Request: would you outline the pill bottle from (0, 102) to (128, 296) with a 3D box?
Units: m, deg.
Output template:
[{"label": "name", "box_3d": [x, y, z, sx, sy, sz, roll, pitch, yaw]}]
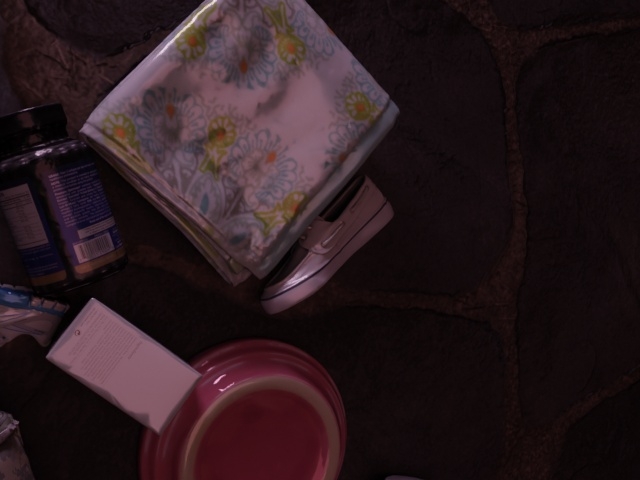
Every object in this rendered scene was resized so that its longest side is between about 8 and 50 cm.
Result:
[{"label": "pill bottle", "box_3d": [-0.330, -0.051, 0.897, 0.122, 0.122, 0.219, -21, 102, -24]}]

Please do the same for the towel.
[{"label": "towel", "box_3d": [-0.099, -0.167, 1.020, 0.320, 0.090, 0.374, 46, 74, -20]}]

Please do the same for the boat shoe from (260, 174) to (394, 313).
[{"label": "boat shoe", "box_3d": [0.000, 0.000, 1.089, 0.267, 0.096, 0.088, -40, 106, -20]}]

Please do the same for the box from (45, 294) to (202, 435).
[{"label": "box", "box_3d": [-0.254, 0.156, 0.935, 0.170, 0.130, 0.091, 39, 76, -12]}]

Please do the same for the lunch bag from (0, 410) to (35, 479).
[{"label": "lunch bag", "box_3d": [-0.440, 0.372, 0.839, 0.256, 0.212, 0.305, -27, 107, -40]}]

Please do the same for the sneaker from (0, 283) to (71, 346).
[{"label": "sneaker", "box_3d": [-0.416, 0.090, 0.898, 0.190, 0.071, 0.083, 19, 91, -27]}]

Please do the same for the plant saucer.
[{"label": "plant saucer", "box_3d": [-0.098, 0.313, 1.069, 0.331, 0.084, 0.333, -2, 95, -26]}]

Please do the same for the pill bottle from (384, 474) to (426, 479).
[{"label": "pill bottle", "box_3d": [0.136, 0.540, 1.164, 0.160, 0.160, 0.283, 15, 87, -27]}]
